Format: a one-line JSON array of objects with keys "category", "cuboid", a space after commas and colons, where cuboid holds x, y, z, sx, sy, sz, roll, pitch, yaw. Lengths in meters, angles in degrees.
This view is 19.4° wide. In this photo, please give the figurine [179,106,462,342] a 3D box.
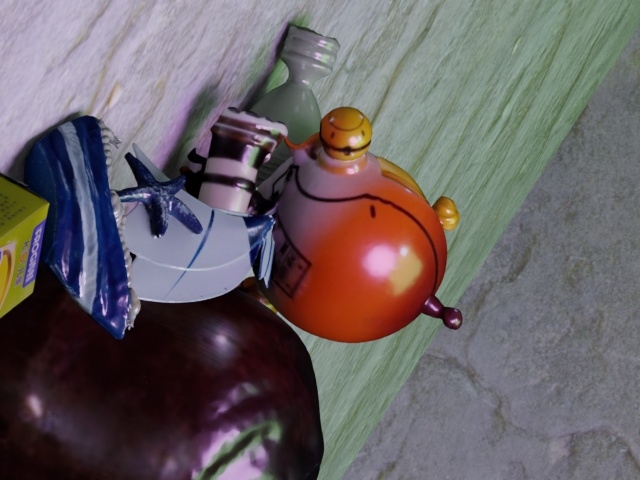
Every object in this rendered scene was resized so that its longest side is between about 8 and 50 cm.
[{"category": "figurine", "cuboid": [-0.001, 0.003, 2.052, 0.196, 0.323, 0.320, -98, -153, -44]}]

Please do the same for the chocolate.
[{"category": "chocolate", "cuboid": [-0.174, 0.200, 1.864, 0.383, 0.331, 0.383, -56, 166, -22]}]

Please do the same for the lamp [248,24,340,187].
[{"category": "lamp", "cuboid": [-0.033, -0.147, 2.143, 0.106, 0.106, 0.193, 14, 97, -74]}]

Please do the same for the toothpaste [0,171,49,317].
[{"category": "toothpaste", "cuboid": [-0.348, 0.060, 1.522, 0.327, 0.077, 0.110, -43, 155, -49]}]

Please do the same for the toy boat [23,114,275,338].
[{"category": "toy boat", "cuboid": [-0.160, -0.027, 1.749, 0.070, 0.210, 0.292, -31, 173, 40]}]
